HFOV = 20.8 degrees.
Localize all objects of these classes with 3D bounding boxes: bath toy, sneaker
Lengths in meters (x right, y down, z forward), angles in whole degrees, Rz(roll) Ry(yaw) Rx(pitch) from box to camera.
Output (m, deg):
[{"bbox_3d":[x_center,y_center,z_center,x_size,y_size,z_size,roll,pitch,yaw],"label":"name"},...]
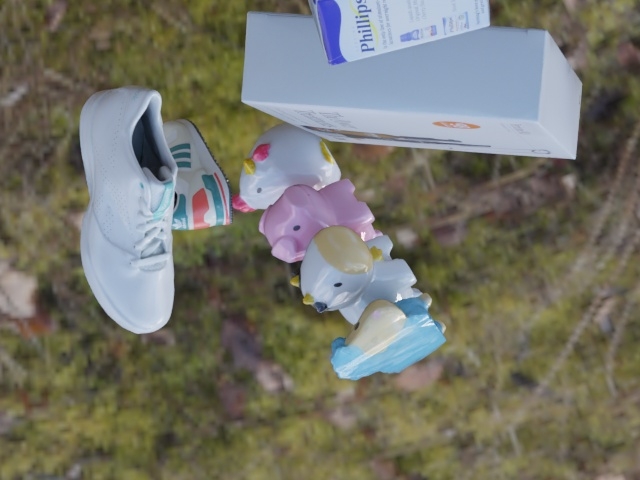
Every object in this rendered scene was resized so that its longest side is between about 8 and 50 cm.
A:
[{"bbox_3d":[0.000,0.000,1.878,0.129,0.348,0.151,-32,138,0],"label":"bath toy"},{"bbox_3d":[-0.142,-0.063,1.674,0.075,0.161,0.057,-15,131,-19],"label":"sneaker"},{"bbox_3d":[-0.152,-0.026,1.475,0.080,0.212,0.094,-11,-176,-40],"label":"sneaker"}]

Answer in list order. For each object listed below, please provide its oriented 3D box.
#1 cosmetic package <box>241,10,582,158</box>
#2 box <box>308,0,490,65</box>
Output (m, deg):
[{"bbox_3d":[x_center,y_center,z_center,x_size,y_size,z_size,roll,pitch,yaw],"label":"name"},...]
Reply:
[{"bbox_3d":[0.107,-0.151,1.771,0.284,0.097,0.377,3,178,14],"label":"cosmetic package"},{"bbox_3d":[0.054,-0.220,1.400,0.137,0.126,0.072,-13,137,-1],"label":"box"}]
